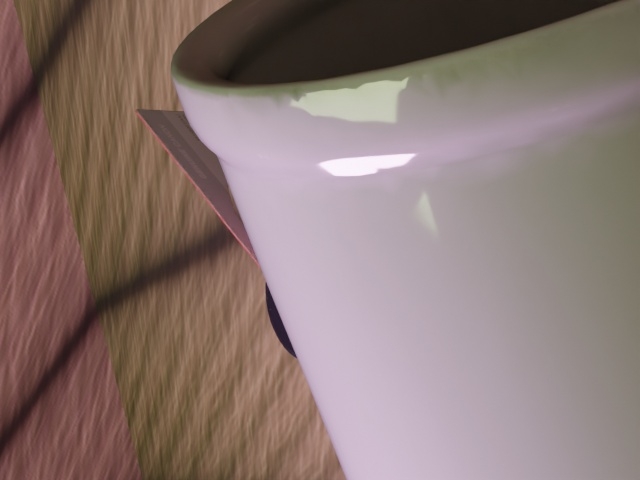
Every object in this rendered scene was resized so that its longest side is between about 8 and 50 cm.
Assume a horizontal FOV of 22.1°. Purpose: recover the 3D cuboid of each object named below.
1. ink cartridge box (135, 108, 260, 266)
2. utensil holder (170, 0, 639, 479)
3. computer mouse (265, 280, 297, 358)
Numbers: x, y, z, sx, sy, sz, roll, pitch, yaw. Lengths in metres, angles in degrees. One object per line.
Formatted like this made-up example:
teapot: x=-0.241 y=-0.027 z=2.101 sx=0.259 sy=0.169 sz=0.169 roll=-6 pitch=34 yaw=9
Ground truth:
ink cartridge box: x=0.000 y=0.000 z=1.315 sx=0.275 sy=0.239 sz=0.060 roll=50 pitch=125 yaw=32
utensil holder: x=0.151 y=0.039 z=0.755 sx=0.327 sy=0.327 sz=0.385 roll=23 pitch=137 yaw=65
computer mouse: x=0.030 y=0.033 z=1.568 sx=0.188 sy=0.072 sz=0.272 roll=64 pitch=150 yaw=13
